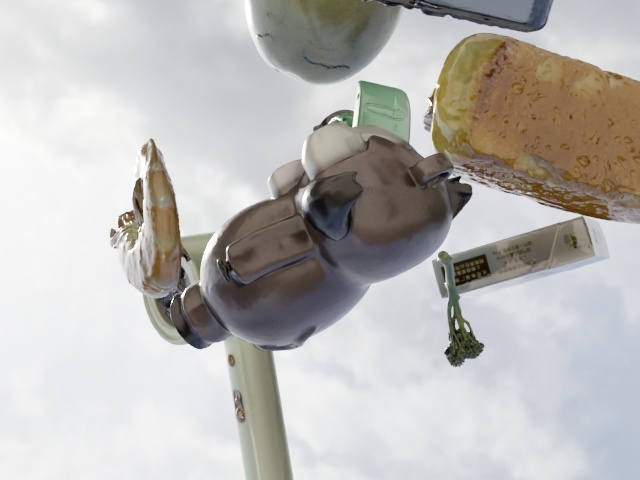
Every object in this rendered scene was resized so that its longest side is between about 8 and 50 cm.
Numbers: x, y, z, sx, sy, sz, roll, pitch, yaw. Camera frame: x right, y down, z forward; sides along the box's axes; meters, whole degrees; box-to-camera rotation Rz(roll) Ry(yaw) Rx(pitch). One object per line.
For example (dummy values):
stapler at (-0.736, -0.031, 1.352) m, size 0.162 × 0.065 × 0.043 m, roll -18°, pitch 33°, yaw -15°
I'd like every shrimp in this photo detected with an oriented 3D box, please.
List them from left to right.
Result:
shrimp at (-0.117, -0.019, 0.637) m, size 0.045 × 0.095 × 0.162 m, roll -17°, pitch -162°, yaw -15°

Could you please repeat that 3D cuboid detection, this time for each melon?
melon at (0.008, -0.415, 1.661) m, size 0.268 × 0.330 × 0.268 m, roll 15°, pitch -146°, yaw -10°

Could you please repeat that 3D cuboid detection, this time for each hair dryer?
hair dryer at (-0.084, 0.165, 1.197) m, size 0.203 × 0.362 × 0.128 m, roll -8°, pitch 179°, yaw -42°

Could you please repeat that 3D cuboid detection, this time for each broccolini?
broccolini at (0.170, 0.083, 1.278) m, size 0.054 × 0.194 × 0.052 m, roll -16°, pitch -147°, yaw 5°

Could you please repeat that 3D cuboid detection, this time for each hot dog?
hot dog at (0.321, -0.147, 1.372) m, size 0.405 × 0.185 × 0.223 m, roll 15°, pitch 177°, yaw -16°

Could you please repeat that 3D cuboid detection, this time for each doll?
doll at (0.000, 0.003, 0.767) m, size 0.182 × 0.257 × 0.117 m, roll -7°, pitch -119°, yaw -53°

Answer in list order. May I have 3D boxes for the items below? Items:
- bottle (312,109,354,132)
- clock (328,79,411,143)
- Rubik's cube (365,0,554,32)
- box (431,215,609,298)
bottle at (0.050, -0.066, 1.312) m, size 0.082 × 0.072 × 0.244 m, roll -15°, pitch -121°, yaw 2°
clock at (0.031, -0.060, 1.050) m, size 0.066 × 0.211 × 0.159 m, roll 12°, pitch -112°, yaw -14°
Rubik's cube at (0.149, -0.466, 1.078) m, size 0.316 × 0.313 × 0.318 m, roll 12°, pitch -119°, yaw 7°
box at (0.312, 0.030, 1.529) m, size 0.155 × 0.243 × 0.067 m, roll 2°, pitch -108°, yaw -65°
